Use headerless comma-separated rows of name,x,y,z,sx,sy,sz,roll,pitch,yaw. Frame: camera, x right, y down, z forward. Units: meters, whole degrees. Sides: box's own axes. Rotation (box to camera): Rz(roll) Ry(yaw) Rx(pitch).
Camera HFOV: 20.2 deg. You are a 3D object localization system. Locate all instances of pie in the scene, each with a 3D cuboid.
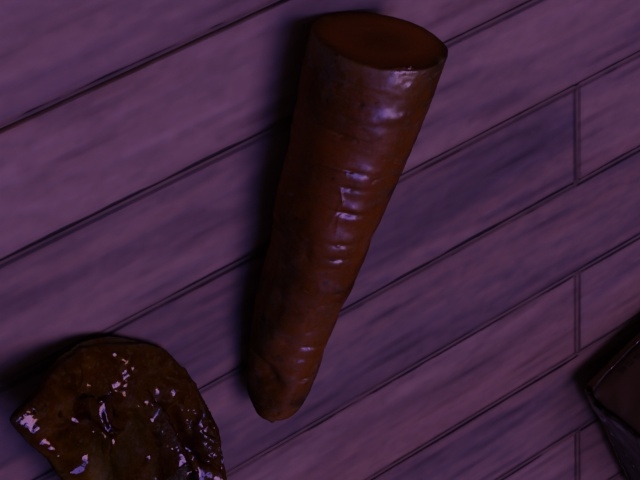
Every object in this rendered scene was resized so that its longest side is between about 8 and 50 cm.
pie,-0.083,0.106,0.836,0.088,0.033,0.191,-49,140,-25

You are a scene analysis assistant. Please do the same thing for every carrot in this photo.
carrot,0.000,0.000,0.819,0.061,0.061,0.209,-8,127,-37

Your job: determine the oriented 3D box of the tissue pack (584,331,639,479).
tissue pack,0.351,0.093,1.061,0.305,0.238,0.238,-42,138,-10
